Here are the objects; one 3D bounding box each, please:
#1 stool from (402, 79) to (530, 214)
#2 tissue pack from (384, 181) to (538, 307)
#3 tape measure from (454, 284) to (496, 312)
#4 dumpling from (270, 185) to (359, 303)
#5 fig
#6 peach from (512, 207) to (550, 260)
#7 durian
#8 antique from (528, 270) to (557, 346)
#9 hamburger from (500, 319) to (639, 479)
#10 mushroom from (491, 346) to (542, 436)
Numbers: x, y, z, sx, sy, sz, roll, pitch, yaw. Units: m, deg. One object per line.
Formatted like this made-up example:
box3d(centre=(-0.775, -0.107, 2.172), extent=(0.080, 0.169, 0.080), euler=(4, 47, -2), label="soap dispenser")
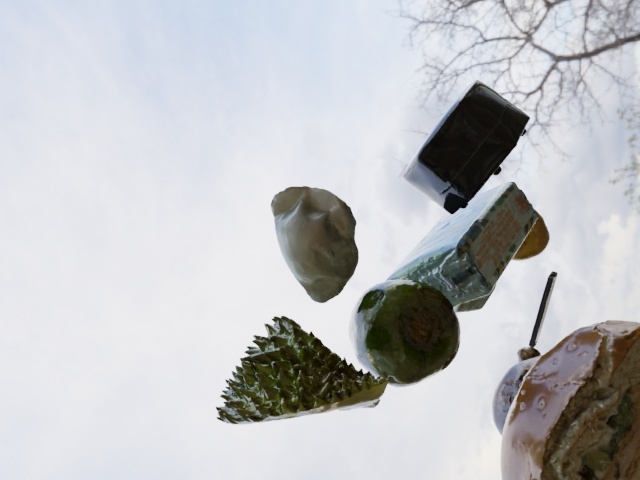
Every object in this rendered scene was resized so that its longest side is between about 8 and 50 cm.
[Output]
box3d(centre=(0.272, -0.173, 0.991), extent=(0.141, 0.232, 0.232), euler=(36, -117, 4), label="stool")
box3d(centre=(0.306, 0.019, 1.133), extent=(0.128, 0.228, 0.311), euler=(53, -131, -4), label="tissue pack")
box3d(centre=(0.379, 0.060, 1.443), extent=(0.115, 0.235, 0.207), euler=(-7, -39, -11), label="tape measure")
box3d(centre=(0.000, 0.000, 0.986), extent=(0.124, 0.151, 0.228), euler=(-68, -42, -77), label="dumpling")
box3d(centre=(0.133, 0.184, 1.018), extent=(0.206, 0.275, 0.206), euler=(5, -106, -20), label="fig")
box3d(centre=(0.574, -0.020, 1.539), extent=(0.103, 0.179, 0.179), euler=(-49, -48, -59), label="peach")
box3d(centre=(-0.043, 0.208, 0.730), extent=(0.170, 0.355, 0.157), euler=(30, -108, -2), label="durian")
box3d(centre=(0.493, 0.156, 1.169), extent=(0.031, 0.015, 0.192), euler=(-30, -48, -43), label="antique")
box3d(centre=(0.319, 0.225, 0.661), extent=(0.144, 0.157, 0.283), euler=(38, -96, -17), label="hamburger")
box3d(centre=(0.673, 0.487, 1.515), extent=(0.239, 0.345, 0.344), euler=(-4, -80, -52), label="mushroom")
